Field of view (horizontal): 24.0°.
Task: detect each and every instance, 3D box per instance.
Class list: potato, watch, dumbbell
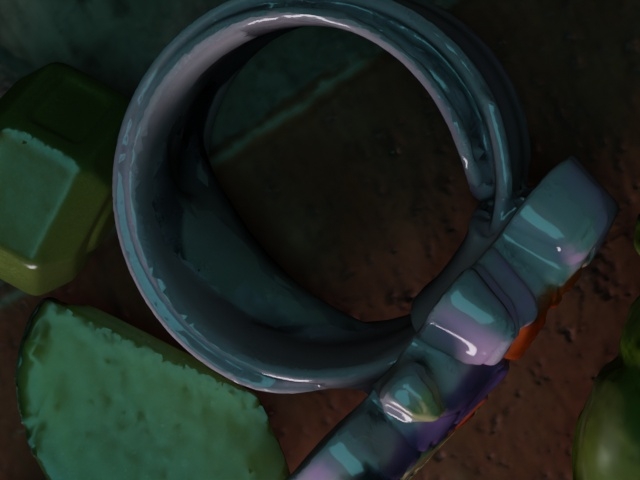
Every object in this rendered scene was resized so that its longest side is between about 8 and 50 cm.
[{"bbox_3d":[-0.094,0.115,0.842,0.198,0.054,0.119,40,84,-2],"label":"potato"},{"bbox_3d":[0.000,0.000,0.749,0.231,0.196,0.244,39,106,4],"label":"watch"},{"bbox_3d":[-0.241,-0.085,0.791,0.302,0.121,0.108,28,132,-1],"label":"dumbbell"}]

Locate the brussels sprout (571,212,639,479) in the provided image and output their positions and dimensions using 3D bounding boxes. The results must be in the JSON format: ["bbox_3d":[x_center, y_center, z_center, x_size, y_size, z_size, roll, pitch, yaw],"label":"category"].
[{"bbox_3d":[0.236,0.093,0.714,0.294,0.227,0.259,26,100,-38],"label":"brussels sprout"}]
